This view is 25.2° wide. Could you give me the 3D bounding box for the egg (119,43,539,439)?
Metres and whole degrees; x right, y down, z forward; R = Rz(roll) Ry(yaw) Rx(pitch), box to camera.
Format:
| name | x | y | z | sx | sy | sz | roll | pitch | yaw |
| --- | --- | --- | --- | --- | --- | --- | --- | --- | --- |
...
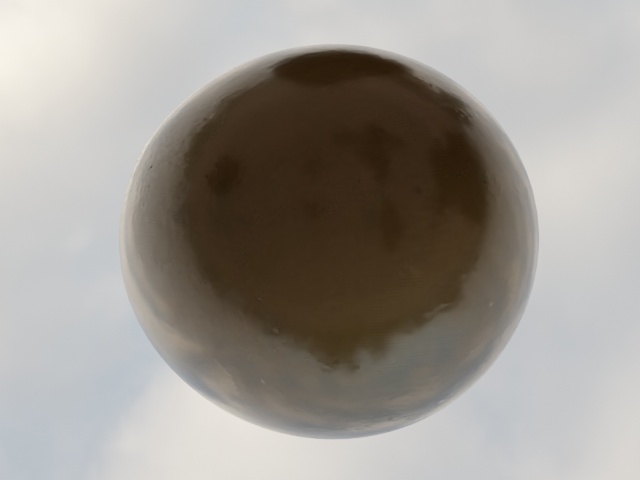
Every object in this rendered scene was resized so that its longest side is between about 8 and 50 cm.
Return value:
| name | x | y | z | sx | sy | sz | roll | pitch | yaw |
| --- | --- | --- | --- | --- | --- | --- | --- | --- | --- |
| egg | 0.000 | 0.000 | 1.108 | 0.301 | 0.301 | 0.374 | -40 | -161 | -18 |
